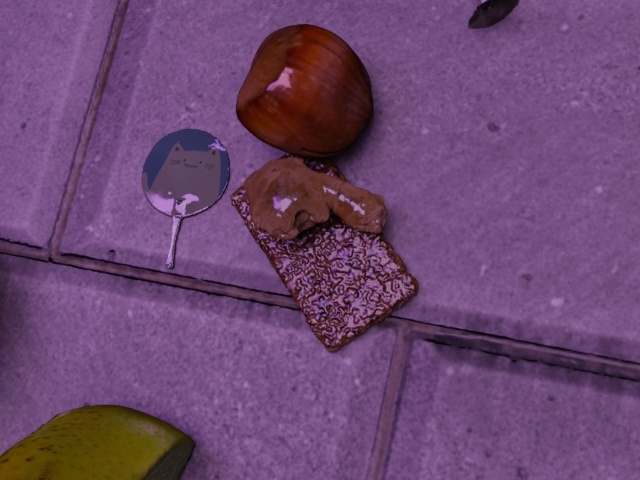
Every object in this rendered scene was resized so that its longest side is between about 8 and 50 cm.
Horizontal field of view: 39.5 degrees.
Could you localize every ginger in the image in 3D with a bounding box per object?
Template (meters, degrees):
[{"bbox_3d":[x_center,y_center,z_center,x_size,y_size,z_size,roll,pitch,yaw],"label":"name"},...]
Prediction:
[{"bbox_3d":[-0.013,-0.036,0.968,0.165,0.067,0.096,18,57,18],"label":"ginger"}]

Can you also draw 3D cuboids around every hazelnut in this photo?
[{"bbox_3d":[-0.016,-0.162,0.997,0.150,0.150,0.150,-3,76,13],"label":"hazelnut"}]

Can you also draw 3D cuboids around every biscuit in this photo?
[{"bbox_3d":[0.000,0.000,1.007,0.131,0.025,0.231,-36,71,2],"label":"biscuit"}]

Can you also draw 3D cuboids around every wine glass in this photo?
[{"bbox_3d":[0.159,-0.342,1.032,0.066,0.066,0.198,-25,71,7],"label":"wine glass"}]

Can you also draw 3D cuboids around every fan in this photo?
[{"bbox_3d":[-0.167,-0.052,1.070,0.113,0.005,0.175,5,78,15],"label":"fan"}]

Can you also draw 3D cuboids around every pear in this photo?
[{"bbox_3d":[-0.269,0.296,0.887,0.159,0.292,0.292,22,83,8],"label":"pear"}]
